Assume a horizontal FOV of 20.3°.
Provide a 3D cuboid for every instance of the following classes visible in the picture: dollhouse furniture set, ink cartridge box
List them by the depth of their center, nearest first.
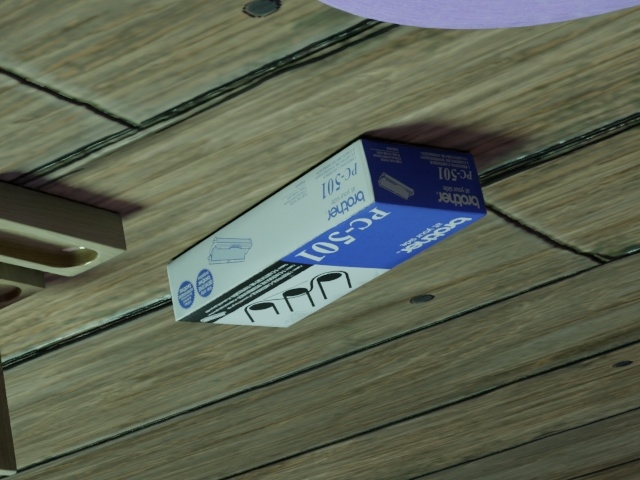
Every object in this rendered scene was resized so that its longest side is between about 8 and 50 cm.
[{"bbox_3d":[-0.196,0.059,1.093,0.151,0.123,0.144,-24,157,30],"label":"dollhouse furniture set"},{"bbox_3d":[0.000,0.000,1.153,0.097,0.046,0.207,5,154,-40],"label":"ink cartridge box"}]

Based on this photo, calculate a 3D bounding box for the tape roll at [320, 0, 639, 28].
[{"bbox_3d":[0.099,-0.181,0.655,0.275,0.090,0.275,-11,160,-4],"label":"tape roll"}]
